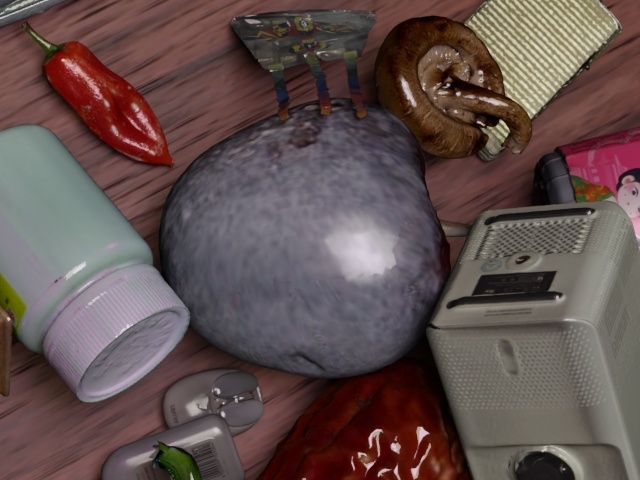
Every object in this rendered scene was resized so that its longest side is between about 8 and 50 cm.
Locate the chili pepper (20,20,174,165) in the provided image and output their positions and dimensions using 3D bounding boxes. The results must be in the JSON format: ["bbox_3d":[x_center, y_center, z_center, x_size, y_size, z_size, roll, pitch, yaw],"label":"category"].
[{"bbox_3d":[-0.205,-0.133,1.729,0.191,0.050,0.059,43,58,-11],"label":"chili pepper"}]

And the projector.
[{"bbox_3d":[0.202,0.109,1.604,0.177,0.163,0.242,-60,140,-48],"label":"projector"}]

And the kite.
[{"bbox_3d":[-0.008,-0.166,1.706,0.141,0.245,0.015,-7,120,-2],"label":"kite"}]

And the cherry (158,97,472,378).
[{"bbox_3d":[0.000,0.000,1.666,0.296,0.218,0.255,-11,62,1],"label":"cherry"}]

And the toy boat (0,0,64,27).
[{"bbox_3d":[-0.267,-0.247,1.714,0.260,0.085,0.078,-27,86,-16],"label":"toy boat"}]

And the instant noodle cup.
[{"bbox_3d":[0.298,-0.003,1.743,0.181,0.258,0.302,-8,52,0],"label":"instant noodle cup"}]

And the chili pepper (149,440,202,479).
[{"bbox_3d":[-0.142,0.310,1.598,0.173,0.165,0.261,13,106,2],"label":"chili pepper"}]

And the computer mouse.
[{"bbox_3d":[-0.097,0.150,1.714,0.096,0.039,0.066,-11,84,-15],"label":"computer mouse"}]

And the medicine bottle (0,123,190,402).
[{"bbox_3d":[-0.227,0.018,1.623,0.139,0.139,0.225,-36,70,-16],"label":"medicine bottle"}]

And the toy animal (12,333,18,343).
[{"bbox_3d":[-0.356,0.106,1.648,0.224,0.066,0.230,33,67,-5],"label":"toy animal"}]

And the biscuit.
[{"bbox_3d":[0.193,-0.183,1.837,0.121,0.040,0.199,46,74,1],"label":"biscuit"}]

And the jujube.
[{"bbox_3d":[0.039,0.222,1.673,0.174,0.174,0.250,39,67,-5],"label":"jujube"}]

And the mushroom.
[{"bbox_3d":[0.124,-0.134,1.750,0.170,0.080,0.135,35,64,-8],"label":"mushroom"}]

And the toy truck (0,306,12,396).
[{"bbox_3d":[-0.417,0.022,1.560,0.184,0.133,0.338,-35,67,-30],"label":"toy truck"}]

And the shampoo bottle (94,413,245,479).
[{"bbox_3d":[-0.154,0.214,1.679,0.165,0.040,0.080,-20,120,-4],"label":"shampoo bottle"}]
